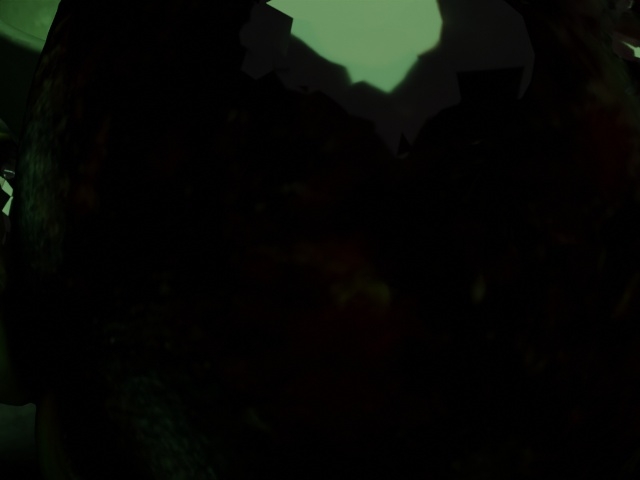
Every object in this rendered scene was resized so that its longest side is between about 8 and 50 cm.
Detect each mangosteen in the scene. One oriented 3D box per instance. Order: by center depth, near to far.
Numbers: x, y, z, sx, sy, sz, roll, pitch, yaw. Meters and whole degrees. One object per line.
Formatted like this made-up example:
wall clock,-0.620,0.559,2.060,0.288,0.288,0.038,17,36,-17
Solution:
mangosteen,0.000,0.000,0.699,0.359,0.306,0.306,-21,17,35

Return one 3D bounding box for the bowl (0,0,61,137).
bowl,-0.060,-0.101,0.958,0.289,0.146,0.289,2,35,-2
